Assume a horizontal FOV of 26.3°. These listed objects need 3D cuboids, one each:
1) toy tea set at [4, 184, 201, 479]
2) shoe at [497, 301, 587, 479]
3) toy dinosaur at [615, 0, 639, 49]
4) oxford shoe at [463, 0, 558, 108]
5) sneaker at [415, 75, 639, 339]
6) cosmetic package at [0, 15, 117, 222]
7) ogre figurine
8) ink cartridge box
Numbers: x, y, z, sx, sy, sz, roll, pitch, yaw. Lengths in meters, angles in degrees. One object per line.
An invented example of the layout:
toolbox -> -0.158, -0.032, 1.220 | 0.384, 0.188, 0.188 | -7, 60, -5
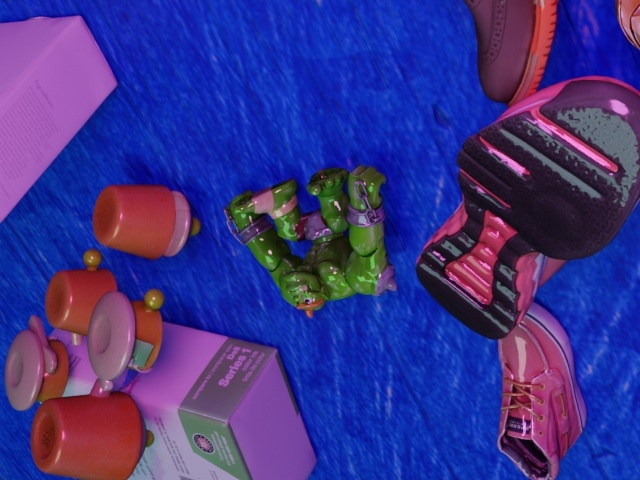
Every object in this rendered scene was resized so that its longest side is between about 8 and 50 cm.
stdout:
toy tea set -> -0.199, 0.099, 1.383 | 0.124, 0.200, 0.336 | 8, 131, -35
shoe -> 0.190, 0.138, 1.231 | 0.063, 0.081, 0.178 | 4, 134, 35
toy dinosaur -> 0.253, -0.162, 0.823 | 0.218, 0.164, 0.322 | 16, 162, 46
oxford shoe -> 0.101, -0.200, 0.876 | 0.098, 0.097, 0.271 | -4, 130, 4
sneaker -> 0.164, -0.047, 0.987 | 0.116, 0.136, 0.314 | 40, 153, 5
cosmetic package -> -0.293, -0.097, 1.209 | 0.117, 0.231, 0.085 | 3, 134, 36
ogre figurine -> 0.000, 0.000, 1.219 | 0.197, 0.097, 0.118 | -17, 103, 30
ink cartridge box -> -0.167, 0.197, 1.548 | 0.278, 0.117, 0.201 | 11, 138, 29
